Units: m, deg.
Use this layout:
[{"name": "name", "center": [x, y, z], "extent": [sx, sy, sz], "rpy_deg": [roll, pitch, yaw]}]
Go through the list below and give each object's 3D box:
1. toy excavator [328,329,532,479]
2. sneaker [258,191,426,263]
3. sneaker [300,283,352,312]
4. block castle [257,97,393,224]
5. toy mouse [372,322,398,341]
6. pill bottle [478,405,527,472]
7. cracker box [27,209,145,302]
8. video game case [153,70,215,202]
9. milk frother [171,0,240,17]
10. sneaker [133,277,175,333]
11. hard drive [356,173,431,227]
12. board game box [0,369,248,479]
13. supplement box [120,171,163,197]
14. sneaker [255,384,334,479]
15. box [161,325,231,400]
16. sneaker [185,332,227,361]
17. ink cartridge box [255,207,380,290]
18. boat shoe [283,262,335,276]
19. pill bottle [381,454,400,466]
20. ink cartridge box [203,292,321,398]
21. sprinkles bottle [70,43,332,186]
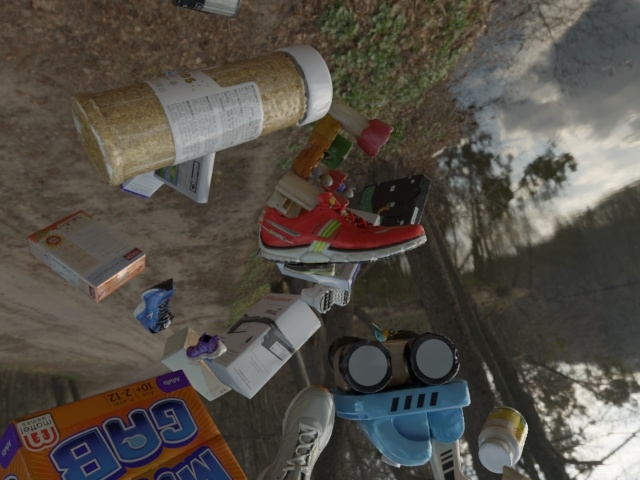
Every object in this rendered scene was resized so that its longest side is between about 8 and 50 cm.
[{"name": "toy excavator", "center": [0.239, 0.425, 0.971], "extent": [0.434, 0.444, 0.222], "rpy_deg": [-3, 171, -9]}, {"name": "sneaker", "center": [0.029, -0.021, 0.713], "extent": [0.279, 0.118, 0.107], "rpy_deg": [-1, 180, 13]}, {"name": "sneaker", "center": [0.031, 0.203, 1.719], "extent": [0.119, 0.109, 0.292], "rpy_deg": [12, -173, 30]}, {"name": "block castle", "center": [0.009, -0.134, 1.166], "extent": [0.213, 0.302, 0.453], "rpy_deg": [33, 165, -7]}, {"name": "toy mouse", "center": [0.207, 0.284, 1.267], "extent": [0.161, 0.031, 0.143], "rpy_deg": [20, 164, 2]}, {"name": "pill bottle", "center": [0.535, 0.587, 1.294], "extent": [0.118, 0.117, 0.208], "rpy_deg": [-18, 176, 33]}, {"name": "cracker box", "center": [-0.591, 0.035, 1.121], "extent": [0.155, 0.232, 0.067], "rpy_deg": [-46, 163, -48]}, {"name": "video game case", "center": [-0.385, -0.305, 1.262], "extent": [0.036, 0.328, 0.300], "rpy_deg": [-2, -158, -45]}, {"name": "milk frother", "center": [-0.262, -0.585, 0.976], "extent": [0.135, 0.143, 0.129], "rpy_deg": [-6, -155, -35]}, {"name": "sneaker", "center": [-0.623, 0.265, 1.720], "extent": [0.130, 0.147, 0.330], "rpy_deg": [-28, 166, -44]}, {"name": "hard drive", "center": [0.268, -0.124, 1.737], "extent": [0.064, 0.236, 0.339], "rpy_deg": [29, 161, -31]}, {"name": "board game box", "center": [-0.412, 0.541, 0.863], "extent": [0.356, 0.356, 0.357], "rpy_deg": [-51, 155, 22]}, {"name": "supplement box", "center": [-0.595, -0.267, 1.537], "extent": [0.220, 0.111, 0.114], "rpy_deg": [-37, 152, 20]}, {"name": "sneaker", "center": [-0.039, 0.394, 0.786], "extent": [0.099, 0.262, 0.121], "rpy_deg": [24, 173, -5]}, {"name": "box", "center": [-0.522, 0.530, 1.885], "extent": [0.121, 0.148, 0.311], "rpy_deg": [-31, 120, 11]}, {"name": "sneaker", "center": [-0.332, 0.302, 1.265], "extent": [0.170, 0.071, 0.068], "rpy_deg": [-21, -179, 39]}, {"name": "ink cartridge box", "center": [0.000, 0.000, 1.505], "extent": [0.331, 0.324, 0.071], "rpy_deg": [13, 138, 20]}, {"name": "boat shoe", "center": [-0.030, 0.069, 1.250], "extent": [0.153, 0.049, 0.056], "rpy_deg": [6, -164, -20]}, {"name": "pill bottle", "center": [0.295, 0.771, 1.705], "extent": [0.103, 0.184, 0.103], "rpy_deg": [17, 161, 6]}, {"name": "ink cartridge box", "center": [-0.236, 0.391, 1.730], "extent": [0.395, 0.166, 0.286], "rpy_deg": [-42, -161, -29]}, {"name": "sprinkles bottle", "center": [-0.152, -0.190, 0.635], "extent": [0.356, 0.121, 0.121], "rpy_deg": [-27, 177, -29]}]
